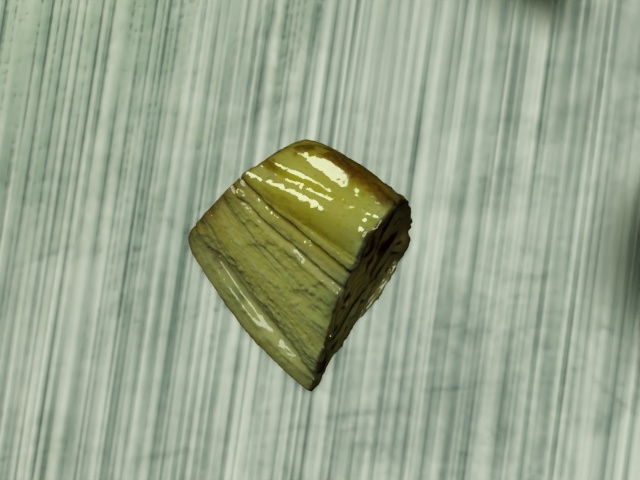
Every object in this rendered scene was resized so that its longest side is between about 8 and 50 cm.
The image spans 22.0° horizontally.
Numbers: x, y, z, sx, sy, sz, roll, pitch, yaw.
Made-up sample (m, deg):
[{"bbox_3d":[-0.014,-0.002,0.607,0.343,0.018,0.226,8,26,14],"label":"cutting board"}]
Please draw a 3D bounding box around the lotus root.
[{"bbox_3d":[-0.004,-0.001,1.108,0.135,0.095,0.159,43,127,8],"label":"lotus root"}]
